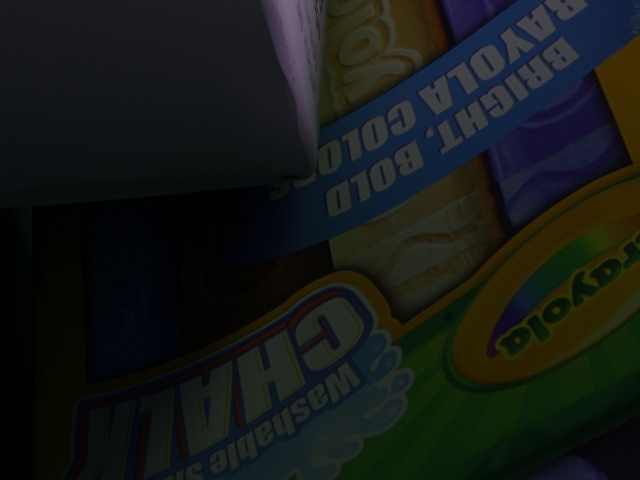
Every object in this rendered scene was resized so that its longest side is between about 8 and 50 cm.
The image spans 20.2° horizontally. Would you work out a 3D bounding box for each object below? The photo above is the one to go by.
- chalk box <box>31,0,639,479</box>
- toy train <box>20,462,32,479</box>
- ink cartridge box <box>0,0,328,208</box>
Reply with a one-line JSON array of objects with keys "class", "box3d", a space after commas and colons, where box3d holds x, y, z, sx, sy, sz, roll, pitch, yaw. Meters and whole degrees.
[{"class": "chalk box", "box3d": [0.048, 0.056, 0.445, 0.180, 0.179, 0.289, 49, 21, -36]}, {"class": "toy train", "box3d": [-0.050, 0.139, 0.465, 0.248, 0.105, 0.143, -61, 136, -75]}, {"class": "ink cartridge box", "box3d": [-0.063, -0.176, 0.442, 0.201, 0.117, 0.278, 78, 11, -45]}]
